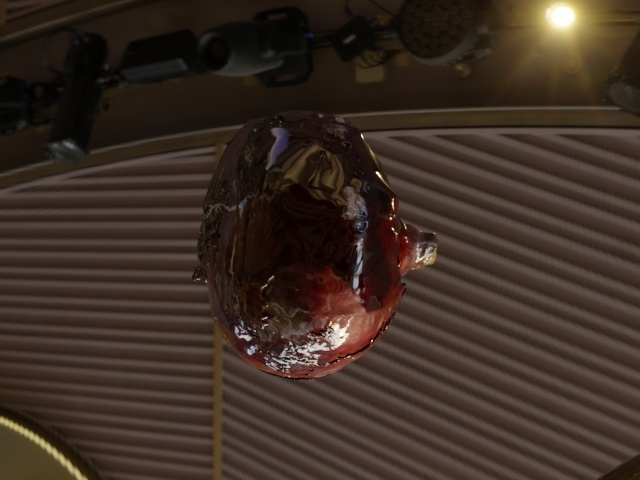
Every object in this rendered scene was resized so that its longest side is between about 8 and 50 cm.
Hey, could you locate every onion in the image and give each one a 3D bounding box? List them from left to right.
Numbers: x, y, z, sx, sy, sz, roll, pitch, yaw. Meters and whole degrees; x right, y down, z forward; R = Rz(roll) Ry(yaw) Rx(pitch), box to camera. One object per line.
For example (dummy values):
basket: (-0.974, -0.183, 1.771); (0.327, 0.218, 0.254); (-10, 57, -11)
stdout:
onion: (0.000, 0.000, 0.864); (0.219, 0.252, 0.252); (-2, -78, -14)

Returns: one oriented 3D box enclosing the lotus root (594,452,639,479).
lotus root: (0.294, 0.233, 0.715); (0.310, 0.183, 0.183); (-34, -96, 8)
